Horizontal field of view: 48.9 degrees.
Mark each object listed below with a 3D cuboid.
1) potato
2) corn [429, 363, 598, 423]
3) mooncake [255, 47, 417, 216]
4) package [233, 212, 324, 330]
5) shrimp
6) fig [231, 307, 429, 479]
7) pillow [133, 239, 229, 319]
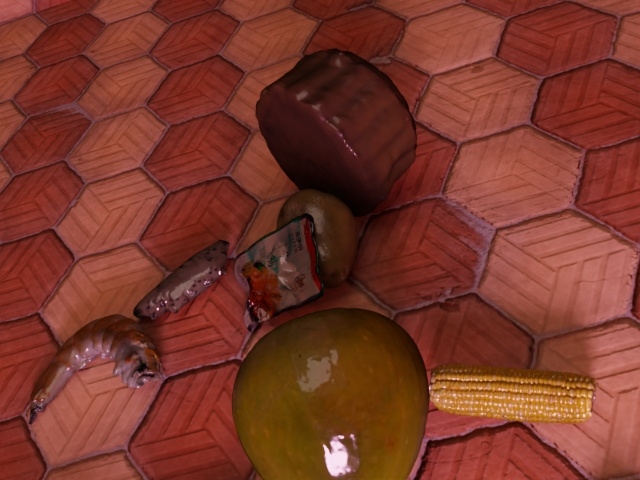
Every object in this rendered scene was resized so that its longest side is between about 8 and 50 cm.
[{"bbox_3d":[0.000,0.000,1.329,0.157,0.157,0.194,-22,44,2],"label":"potato"},{"bbox_3d":[0.290,0.234,1.072,0.248,0.081,0.081,1,52,20],"label":"corn"},{"bbox_3d":[0.036,-0.214,1.388,0.324,0.324,0.187,29,63,36],"label":"mooncake"},{"bbox_3d":[-0.087,0.063,1.292,0.232,0.040,0.166,-29,62,40],"label":"package"},{"bbox_3d":[-0.435,0.228,1.352,0.287,0.068,0.185,-17,46,8],"label":"shrimp"},{"bbox_3d":[0.022,0.262,1.028,0.316,0.316,0.316,-10,49,12],"label":"fig"},{"bbox_3d":[-0.266,0.087,1.418,0.241,0.051,0.093,-40,50,-17],"label":"pillow"}]
